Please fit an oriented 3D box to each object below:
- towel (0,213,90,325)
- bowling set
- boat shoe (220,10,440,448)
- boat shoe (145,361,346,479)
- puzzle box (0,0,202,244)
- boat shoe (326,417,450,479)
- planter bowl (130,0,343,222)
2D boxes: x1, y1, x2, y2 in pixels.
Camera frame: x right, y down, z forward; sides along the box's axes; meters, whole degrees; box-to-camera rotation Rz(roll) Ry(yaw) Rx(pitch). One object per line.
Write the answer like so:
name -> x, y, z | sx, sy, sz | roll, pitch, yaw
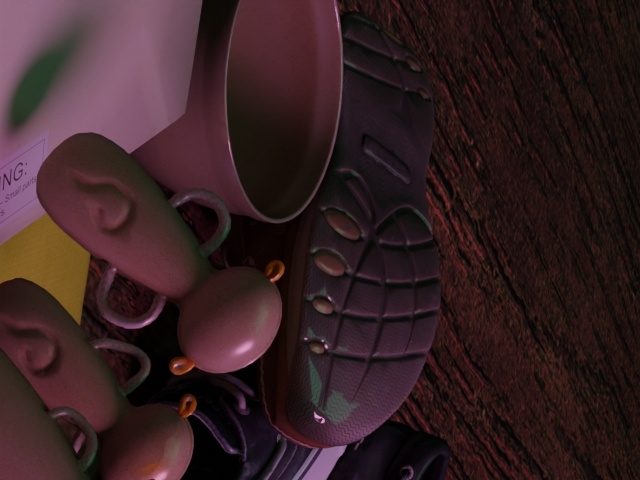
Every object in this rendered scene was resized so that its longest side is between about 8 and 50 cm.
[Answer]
towel -> -0.148, -0.047, 0.996 | 0.102, 0.021, 0.237 | -22, 124, -61
bowling set -> -0.128, 0.104, 0.879 | 0.287, 0.154, 0.200 | -47, 171, -4
boat shoe -> 0.000, 0.000, 1.212 | 0.123, 0.116, 0.324 | 40, 40, -30
boat shoe -> -0.068, 0.128, 1.166 | 0.301, 0.108, 0.102 | -54, 145, -38
puzzle box -> -0.167, -0.098, 0.780 | 0.409, 0.052, 0.272 | -41, 151, -50
boat shoe -> 0.039, 0.300, 1.429 | 0.127, 0.113, 0.340 | 28, 70, -66
planter bowl -> -0.067, -0.095, 1.101 | 0.162, 0.109, 0.162 | 6, 90, -66
